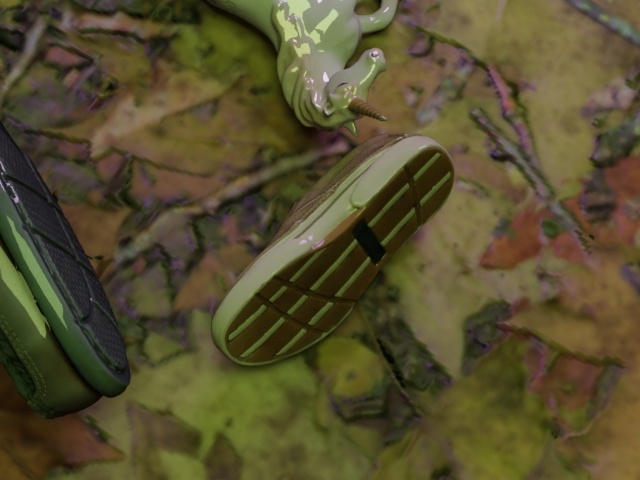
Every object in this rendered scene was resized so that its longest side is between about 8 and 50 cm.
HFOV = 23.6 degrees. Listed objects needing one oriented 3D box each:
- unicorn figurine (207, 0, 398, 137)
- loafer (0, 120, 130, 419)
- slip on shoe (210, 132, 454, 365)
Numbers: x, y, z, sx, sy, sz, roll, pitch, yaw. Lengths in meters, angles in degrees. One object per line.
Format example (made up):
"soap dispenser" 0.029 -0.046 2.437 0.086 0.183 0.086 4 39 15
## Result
"unicorn figurine" -0.007 -0.113 0.713 0.162 0.060 0.111 29 66 19
"loafer" -0.170 -0.031 0.640 0.084 0.096 0.267 -32 70 1
"slip on shoe" 0.000 0.000 0.676 0.135 0.051 0.041 -46 43 -14
